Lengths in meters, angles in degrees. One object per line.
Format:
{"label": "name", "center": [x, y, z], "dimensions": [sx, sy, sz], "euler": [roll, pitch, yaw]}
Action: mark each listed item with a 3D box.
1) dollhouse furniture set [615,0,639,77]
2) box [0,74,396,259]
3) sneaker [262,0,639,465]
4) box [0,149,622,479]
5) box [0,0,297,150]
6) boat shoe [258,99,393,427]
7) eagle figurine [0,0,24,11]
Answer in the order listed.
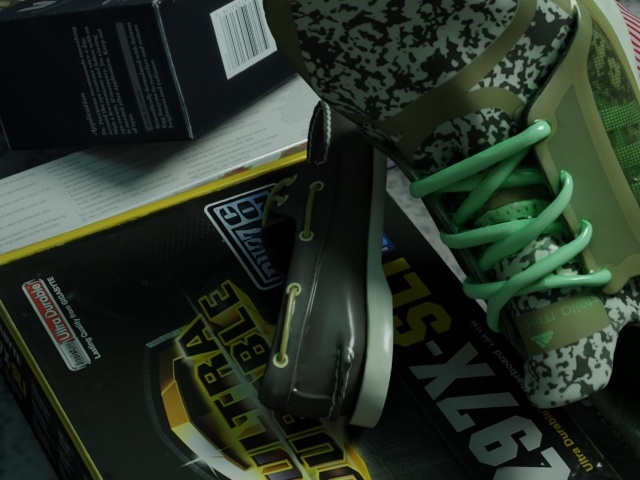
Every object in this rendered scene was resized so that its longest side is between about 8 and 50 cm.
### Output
{"label": "dollhouse furniture set", "center": [0.252, -0.172, 1.120], "dimensions": [0.201, 0.152, 0.374], "euler": [37, 54, 24]}
{"label": "box", "center": [-0.090, -0.038, 1.016], "dimensions": [0.324, 0.063, 0.067], "euler": [-24, 53, -26]}
{"label": "sneaker", "center": [0.124, -0.008, 0.821], "dimensions": [0.410, 0.158, 0.182], "euler": [40, 37, -34]}
{"label": "box", "center": [-0.016, 0.102, 0.889], "dimensions": [0.257, 0.079, 0.322], "euler": [-19, 52, -25]}
{"label": "box", "center": [-0.112, -0.130, 1.015], "dimensions": [0.158, 0.093, 0.156], "euler": [0, 24, 34]}
{"label": "boat shoe", "center": [0.000, 0.000, 0.877], "dimensions": [0.069, 0.081, 0.227], "euler": [6, 49, -8]}
{"label": "eagle figurine", "center": [-0.280, -0.191, 1.065], "dimensions": [0.225, 0.298, 0.226], "euler": [-16, 79, 20]}
